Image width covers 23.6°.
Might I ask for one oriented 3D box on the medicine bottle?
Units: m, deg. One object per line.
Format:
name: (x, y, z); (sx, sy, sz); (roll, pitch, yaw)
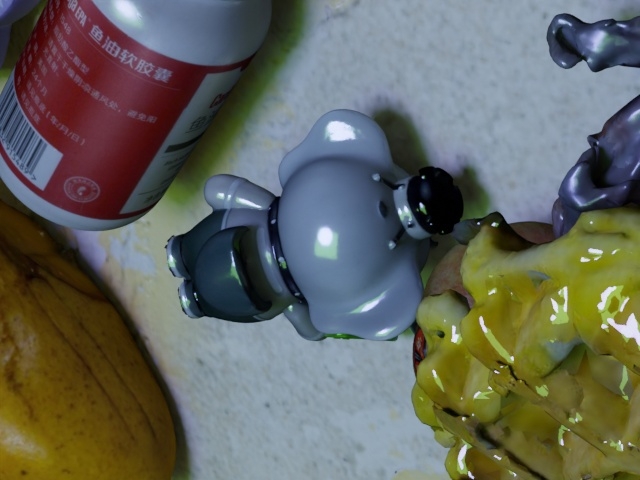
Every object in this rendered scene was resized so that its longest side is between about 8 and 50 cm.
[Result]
medicine bottle: (-0.116, -0.123, 0.981); (0.131, 0.131, 0.250); (50, 132, 13)

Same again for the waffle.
waffle: (0.231, 0.132, 0.721); (0.382, 0.095, 0.379); (-1, 136, 37)

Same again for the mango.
mango: (-0.255, 0.083, 1.165); (0.350, 0.199, 0.201); (46, 161, 0)

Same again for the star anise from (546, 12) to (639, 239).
star anise: (0.190, -0.072, 0.741); (0.198, 0.111, 0.257); (18, 103, 35)

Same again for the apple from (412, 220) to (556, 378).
apple: (0.115, 0.053, 0.870); (0.126, 0.126, 0.102); (56, 168, 8)

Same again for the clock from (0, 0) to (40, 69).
clock: (-0.269, -0.214, 1.120); (0.172, 0.064, 0.198); (52, 132, 11)

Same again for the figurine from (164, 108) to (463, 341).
figurine: (0.000, 0.000, 0.943); (0.192, 0.126, 0.147); (-16, 87, 27)
